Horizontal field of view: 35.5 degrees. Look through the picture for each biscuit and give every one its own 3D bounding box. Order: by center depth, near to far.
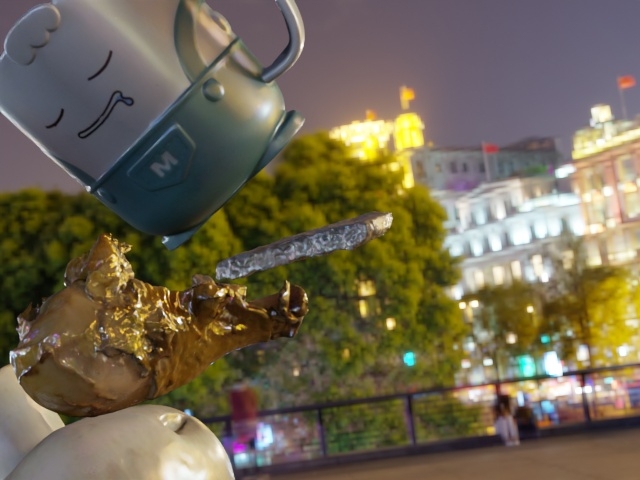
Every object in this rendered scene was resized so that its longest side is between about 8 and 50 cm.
[{"bbox_3d":[-0.001,0.000,1.163,0.250,0.032,0.133,-16,3,42],"label":"biscuit"}]

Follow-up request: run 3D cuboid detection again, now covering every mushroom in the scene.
[{"bbox_3d":[-0.274,0.317,1.070,0.353,0.353,0.325,-9,25,16],"label":"mushroom"}]

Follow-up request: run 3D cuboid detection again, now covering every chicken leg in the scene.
[{"bbox_3d":[-0.101,0.050,0.650,0.208,0.101,0.085,-10,-19,-33],"label":"chicken leg"}]

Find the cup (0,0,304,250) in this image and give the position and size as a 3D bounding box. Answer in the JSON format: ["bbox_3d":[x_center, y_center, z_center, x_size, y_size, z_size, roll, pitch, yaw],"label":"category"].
[{"bbox_3d":[-0.152,-0.165,0.984,0.290,0.257,0.219,-42,13,15],"label":"cup"}]
